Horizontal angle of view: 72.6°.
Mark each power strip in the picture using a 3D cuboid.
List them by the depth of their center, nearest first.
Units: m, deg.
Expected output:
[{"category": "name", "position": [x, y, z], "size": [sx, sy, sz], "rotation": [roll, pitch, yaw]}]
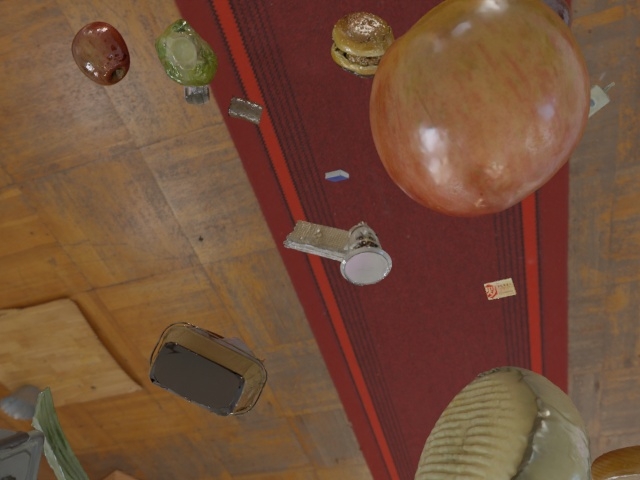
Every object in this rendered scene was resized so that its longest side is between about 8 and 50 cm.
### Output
[{"category": "power strip", "position": [0.534, -0.264, 0.920], "size": [0.191, 0.030, 0.047], "rotation": [-41, 94, 15]}]

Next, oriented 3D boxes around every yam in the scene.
[{"category": "yam", "position": [-0.281, -0.493, 1.650], "size": [0.127, 0.084, 0.084], "rotation": [16, 124, -4]}]

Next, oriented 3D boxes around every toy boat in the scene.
[{"category": "toy boat", "position": [-0.639, 0.507, 1.067], "size": [0.093, 0.055, 0.293], "rotation": [-31, 85, 38]}]

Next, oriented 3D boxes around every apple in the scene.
[{"category": "apple", "position": [0.258, -0.242, 0.755], "size": [0.363, 0.364, 0.364], "rotation": [1, 124, 2]}, {"category": "apple", "position": [-0.725, -0.621, 1.450], "size": [0.168, 0.181, 0.181], "rotation": [47, 117, -1]}]

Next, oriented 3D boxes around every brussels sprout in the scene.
[{"category": "brussels sprout", "position": [-0.305, -0.415, 0.992], "size": [0.117, 0.155, 0.155], "rotation": [-44, 113, 7]}]

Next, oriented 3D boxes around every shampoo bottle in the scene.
[{"category": "shampoo bottle", "position": [-0.437, -0.584, 1.527], "size": [0.086, 0.228, 0.056], "rotation": [-8, 158, -6]}]

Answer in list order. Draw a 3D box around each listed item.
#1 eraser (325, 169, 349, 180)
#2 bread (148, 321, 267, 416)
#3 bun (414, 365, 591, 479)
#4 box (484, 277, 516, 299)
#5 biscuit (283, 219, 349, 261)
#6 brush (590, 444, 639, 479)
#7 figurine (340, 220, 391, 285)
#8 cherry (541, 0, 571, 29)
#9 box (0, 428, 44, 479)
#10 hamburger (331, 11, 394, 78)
[{"category": "eraser", "position": [0.071, -0.273, 1.843], "size": [0.084, 0.027, 0.063], "rotation": [-6, 167, 43]}, {"category": "bread", "position": [-0.218, 0.254, 0.851], "size": [0.224, 0.212, 0.143], "rotation": [26, 84, 1]}, {"category": "bun", "position": [0.246, 0.315, 0.593], "size": [0.146, 0.287, 0.287], "rotation": [36, 120, 1]}, {"category": "box", "position": [0.623, 0.168, 1.513], "size": [0.092, 0.015, 0.058], "rotation": [-18, 85, 28]}, {"category": "biscuit", "position": [0.000, 0.000, 1.496], "size": [0.238, 0.108, 0.062], "rotation": [13, 139, 19]}, {"category": "brush", "position": [0.608, 0.460, 0.736], "size": [0.266, 0.166, 0.175], "rotation": [-9, 114, 40]}, {"category": "figurine", "position": [0.109, 0.024, 1.127], "size": [0.132, 0.154, 0.132], "rotation": [-1, 130, -2]}, {"category": "cherry", "position": [0.496, -0.516, 1.077], "size": [0.213, 0.266, 0.184], "rotation": [16, 142, 29]}, {"category": "box", "position": [-0.678, 0.506, 0.886], "size": [0.129, 0.162, 0.227], "rotation": [9, 87, 15]}, {"category": "hamburger", "position": [0.120, -0.566, 1.235], "size": [0.181, 0.191, 0.118], "rotation": [5, 145, -10]}]
